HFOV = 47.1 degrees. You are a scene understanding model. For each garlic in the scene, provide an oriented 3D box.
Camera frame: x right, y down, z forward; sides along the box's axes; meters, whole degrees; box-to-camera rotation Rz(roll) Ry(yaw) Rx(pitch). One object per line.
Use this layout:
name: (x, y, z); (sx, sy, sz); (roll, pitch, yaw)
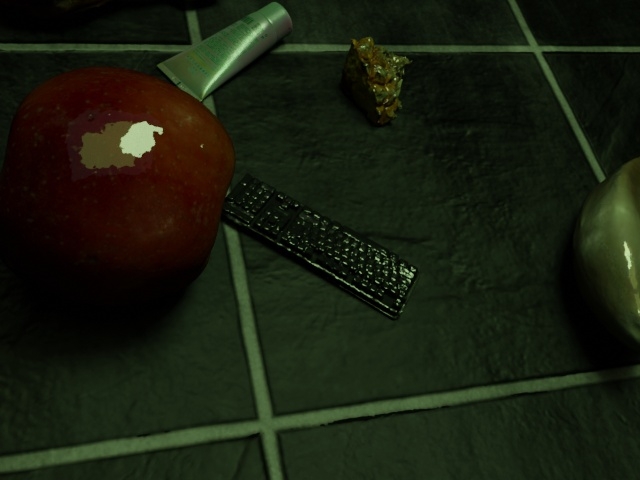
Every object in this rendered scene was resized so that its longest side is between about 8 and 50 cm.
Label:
garlic: (0.356, -0.003, 0.843); (0.143, 0.112, 0.318); (47, 49, -10)

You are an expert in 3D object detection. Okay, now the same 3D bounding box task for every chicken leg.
chicken leg: (-0.252, -0.325, 0.903); (0.304, 0.113, 0.093); (-10, 82, -23)

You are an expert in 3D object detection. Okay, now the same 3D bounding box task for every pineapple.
pineapple: (0.075, -0.209, 0.945); (0.114, 0.077, 0.114); (-31, 104, -40)

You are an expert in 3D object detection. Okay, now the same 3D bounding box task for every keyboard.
keyboard: (0.000, 0.000, 0.804); (0.231, 0.023, 0.072); (30, 53, 6)

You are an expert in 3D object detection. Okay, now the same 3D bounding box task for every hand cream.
hand cream: (-0.114, -0.240, 0.924); (0.174, 0.047, 0.076); (-40, 74, -23)

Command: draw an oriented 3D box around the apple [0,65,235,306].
apple: (-0.188, -0.047, 0.671); (0.201, 0.218, 0.218); (14, 55, -14)
